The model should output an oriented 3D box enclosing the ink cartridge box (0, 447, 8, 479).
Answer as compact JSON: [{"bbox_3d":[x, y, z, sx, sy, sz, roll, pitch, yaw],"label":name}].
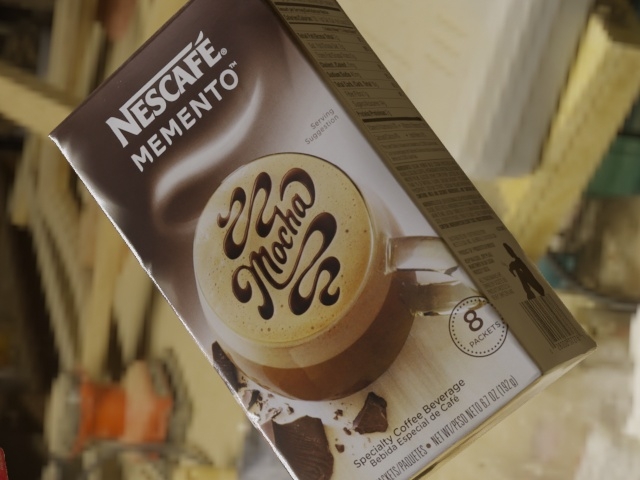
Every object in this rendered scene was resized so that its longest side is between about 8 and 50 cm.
[{"bbox_3d":[-0.332,0.191,1.398,0.109,0.150,0.063,-43,41,25],"label":"ink cartridge box"}]

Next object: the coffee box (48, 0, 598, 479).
[{"bbox_3d":[0.000,0.000,1.084,0.168,0.119,0.297,-41,78,21],"label":"coffee box"}]
